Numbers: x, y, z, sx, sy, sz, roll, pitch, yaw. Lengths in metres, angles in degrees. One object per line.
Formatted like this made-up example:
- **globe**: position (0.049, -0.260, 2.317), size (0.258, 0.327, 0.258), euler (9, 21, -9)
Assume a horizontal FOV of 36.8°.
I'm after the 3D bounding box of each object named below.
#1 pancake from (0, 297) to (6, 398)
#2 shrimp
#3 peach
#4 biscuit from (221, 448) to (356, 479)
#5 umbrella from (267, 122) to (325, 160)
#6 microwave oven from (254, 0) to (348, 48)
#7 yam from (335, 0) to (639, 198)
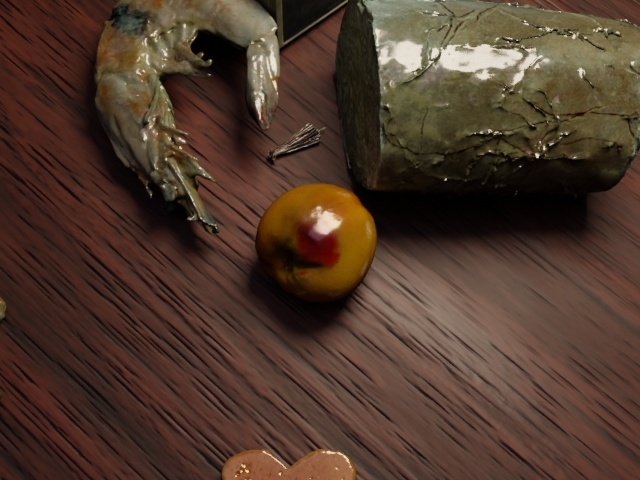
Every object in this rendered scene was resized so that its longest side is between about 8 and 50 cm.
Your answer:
- **pancake**: position (-0.461, 0.133, 1.097), size (0.212, 0.029, 0.235), euler (-11, 67, -4)
- **shrimp**: position (-0.157, -0.176, 1.174), size (0.247, 0.085, 0.360), euler (-18, 70, 8)
- **peach**: position (0.000, 0.000, 1.102), size (0.138, 0.138, 0.138), euler (0, 68, 0)
- **biscuit**: position (-0.042, 0.343, 1.009), size (0.166, 0.036, 0.250), euler (1, 64, 1)
- **umbrella**: position (-0.030, -0.125, 1.210), size (0.083, 0.020, 0.031), euler (-32, 71, -7)
- **microwave oven**: position (-0.020, -0.400, 1.252), size (0.240, 0.145, 0.194), euler (-38, 72, -14)
- **yam**: position (0.191, -0.168, 1.128), size (0.348, 0.241, 0.241), euler (3, 68, -1)
